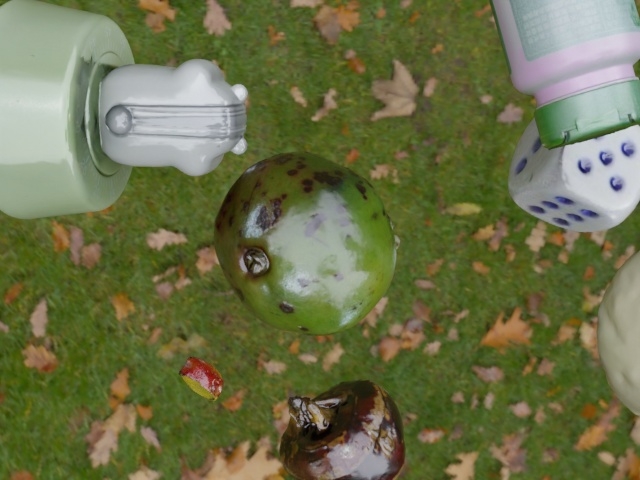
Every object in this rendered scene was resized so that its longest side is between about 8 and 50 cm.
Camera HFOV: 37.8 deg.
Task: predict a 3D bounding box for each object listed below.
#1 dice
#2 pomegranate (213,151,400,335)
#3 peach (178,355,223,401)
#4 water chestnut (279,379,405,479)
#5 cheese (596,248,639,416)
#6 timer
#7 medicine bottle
[{"bbox_3d":[0.472,-0.135,1.715,0.194,0.193,0.191,24,77,-16],"label":"dice"},{"bbox_3d":[0.000,0.000,1.025,0.248,0.202,0.202,-14,112,-56],"label":"pomegranate"},{"bbox_3d":[-0.194,0.219,1.514,0.083,0.077,0.050,39,70,-23],"label":"peach"},{"bbox_3d":[0.034,0.339,1.609,0.224,0.224,0.238,-40,110,-16],"label":"water chestnut"},{"bbox_3d":[0.380,0.071,0.824,0.248,0.251,0.173,-7,85,-11],"label":"cheese"},{"bbox_3d":[-0.250,-0.165,1.227,0.316,0.291,0.290,3,104,7],"label":"timer"},{"bbox_3d":[0.234,-0.232,0.912,0.134,0.133,0.274,-13,88,-28],"label":"medicine bottle"}]
